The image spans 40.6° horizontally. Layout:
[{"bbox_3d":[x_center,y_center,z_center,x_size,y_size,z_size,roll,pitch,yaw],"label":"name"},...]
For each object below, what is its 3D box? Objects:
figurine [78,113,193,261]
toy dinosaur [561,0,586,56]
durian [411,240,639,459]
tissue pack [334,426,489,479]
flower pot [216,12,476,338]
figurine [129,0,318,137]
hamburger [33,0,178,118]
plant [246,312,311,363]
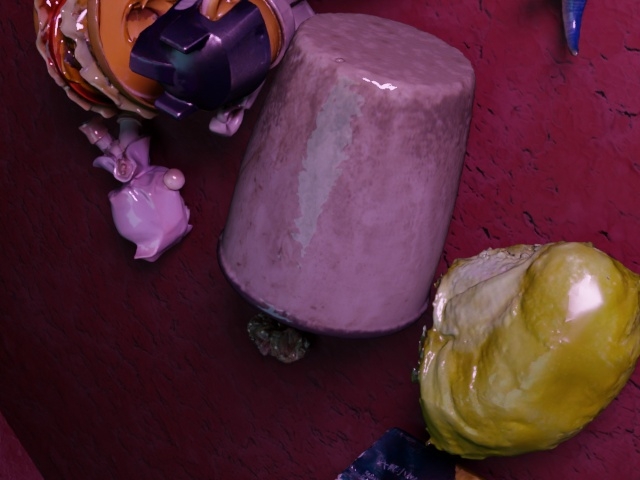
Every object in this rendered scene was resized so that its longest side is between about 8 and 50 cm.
[{"bbox_3d":[-0.321,-0.101,1.524,0.200,0.133,0.275,-13,102,51],"label":"figurine"},{"bbox_3d":[0.288,-0.321,0.858,0.188,0.075,0.247,-9,100,39],"label":"toy dinosaur"},{"bbox_3d":[0.245,0.134,1.062,0.340,0.204,0.255,-16,90,47],"label":"durian"},{"bbox_3d":[0.202,0.511,1.277,0.417,0.253,0.264,25,127,32],"label":"tissue pack"},{"bbox_3d":[0.046,-0.088,1.076,0.294,0.294,0.330,35,127,25],"label":"flower pot"},{"bbox_3d":[-0.111,-0.268,1.104,0.143,0.308,0.308,7,118,30],"label":"figurine"},{"bbox_3d":[-0.286,-0.314,1.267,0.212,0.274,0.274,10,120,42],"label":"hamburger"},{"bbox_3d":[-0.062,0.140,1.474,0.117,0.104,0.121,21,98,-9],"label":"plant"}]
